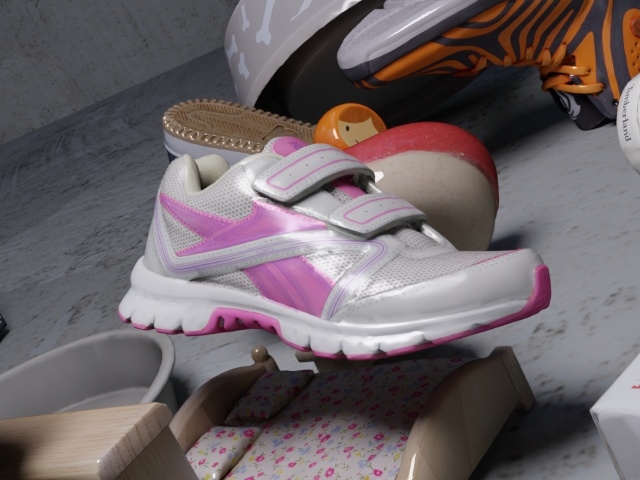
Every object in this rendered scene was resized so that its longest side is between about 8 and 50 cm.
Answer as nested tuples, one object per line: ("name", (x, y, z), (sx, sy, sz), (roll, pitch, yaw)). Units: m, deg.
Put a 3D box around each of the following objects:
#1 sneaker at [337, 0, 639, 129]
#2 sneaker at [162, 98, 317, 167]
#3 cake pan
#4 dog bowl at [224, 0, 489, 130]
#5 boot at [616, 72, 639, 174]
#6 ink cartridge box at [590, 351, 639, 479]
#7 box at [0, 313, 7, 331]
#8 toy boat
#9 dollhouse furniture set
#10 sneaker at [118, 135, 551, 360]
("sneaker", (0.180, -0.163, 1.023), (0.321, 0.180, 0.124), (-27, 19, -13))
("sneaker", (-0.020, -0.022, 1.086), (0.282, 0.153, 0.099), (21, 39, 25))
("cake pan", (-0.229, 0.167, 0.884), (0.293, 0.054, 0.293), (-24, 18, 8))
("dog bowl", (0.059, -0.219, 1.197), (0.349, 0.102, 0.349), (-27, -17, -9))
("boot", (0.292, -0.056, 0.556), (0.244, 0.088, 0.176), (5, -8, -20))
("ink cartridge box", (0.224, 0.057, 0.527), (0.175, 0.072, 0.127), (-39, 22, -34))
("box", (-0.467, 0.119, 1.200), (0.165, 0.143, 0.270), (-22, 19, 20))
("toy boat", (0.023, -0.039, 0.898), (0.231, 0.151, 0.151), (-15, 56, 31))
("dollhouse furniture set", (0.007, 0.076, 0.615), (0.303, 0.174, 0.355), (-11, 24, 39))
("sneaker", (0.000, 0.000, 0.636), (0.252, 0.111, 0.103), (4, 4, 26))
